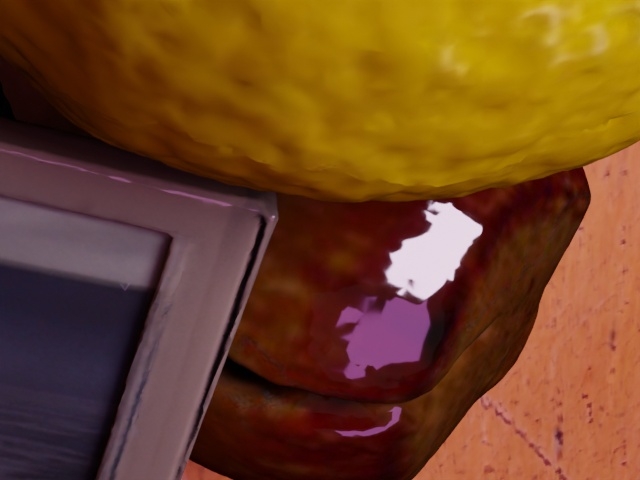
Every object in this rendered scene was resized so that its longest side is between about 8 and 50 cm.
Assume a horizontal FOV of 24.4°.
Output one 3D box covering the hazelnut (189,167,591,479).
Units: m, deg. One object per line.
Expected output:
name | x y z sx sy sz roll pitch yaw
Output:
hazelnut | 0.000 0.000 0.685 0.218 0.218 0.234 44 75 -39

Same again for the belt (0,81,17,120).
belt | -0.193 -0.019 0.601 0.139 0.126 0.230 0 123 1

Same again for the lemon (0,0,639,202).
lemon | 0.014 -0.180 0.475 0.387 0.350 0.350 -31 129 -15

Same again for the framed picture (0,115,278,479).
framed picture | -0.273 0.066 0.557 0.446 0.028 0.326 13 120 -12
